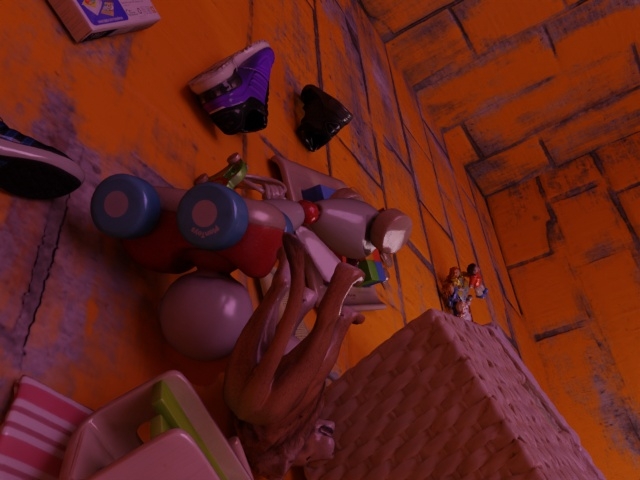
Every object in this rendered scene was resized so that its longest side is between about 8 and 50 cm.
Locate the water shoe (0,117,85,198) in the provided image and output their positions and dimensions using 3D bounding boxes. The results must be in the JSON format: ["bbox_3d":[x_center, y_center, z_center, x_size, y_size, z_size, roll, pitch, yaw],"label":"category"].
[{"bbox_3d":[-0.328,-0.104,0.609,0.203,0.072,0.080,23,45,-59],"label":"water shoe"}]

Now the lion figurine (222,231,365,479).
[{"bbox_3d":[-0.047,0.153,0.690,0.240,0.142,0.392,-60,160,-15],"label":"lion figurine"}]

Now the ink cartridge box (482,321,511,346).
[{"bbox_3d":[0.274,0.313,1.232,0.201,0.278,0.117,54,25,-25],"label":"ink cartridge box"}]

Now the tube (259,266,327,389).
[{"bbox_3d":[-0.052,0.145,0.990,0.070,0.062,0.240,113,-38,-59],"label":"tube"}]

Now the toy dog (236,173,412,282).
[{"bbox_3d":[0.000,0.000,1.074,0.333,0.161,0.220,6,19,-25],"label":"toy dog"}]

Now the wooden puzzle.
[{"bbox_3d":[0.044,-0.015,1.308,0.322,0.080,0.348,9,60,-63],"label":"wooden puzzle"}]

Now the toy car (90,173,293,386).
[{"bbox_3d":[-0.157,0.058,0.742,0.219,0.210,0.238,23,75,-76],"label":"toy car"}]

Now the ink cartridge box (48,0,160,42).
[{"bbox_3d":[-0.350,-0.404,0.884,0.208,0.045,0.206,60,24,-15],"label":"ink cartridge box"}]

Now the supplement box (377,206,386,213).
[{"bbox_3d":[0.173,-0.045,1.645,0.055,0.043,0.083,55,14,-24],"label":"supplement box"}]

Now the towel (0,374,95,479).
[{"bbox_3d":[-0.241,0.232,0.532,0.144,0.029,0.197,49,26,-35],"label":"towel"}]

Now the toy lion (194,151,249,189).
[{"bbox_3d":[-0.156,-0.085,0.932,0.034,0.100,0.096,54,7,-30],"label":"toy lion"}]

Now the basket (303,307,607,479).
[{"bbox_3d":[0.183,0.324,0.889,0.266,0.331,0.328,28,27,-53],"label":"basket"}]

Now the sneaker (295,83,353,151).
[{"bbox_3d":[-0.019,-0.300,1.463,0.087,0.130,0.227,39,7,-38],"label":"sneaker"}]

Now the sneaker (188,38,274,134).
[{"bbox_3d":[-0.146,-0.281,1.153,0.146,0.102,0.293,61,28,-20],"label":"sneaker"}]

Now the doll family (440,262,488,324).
[{"bbox_3d":[0.462,0.184,2.011,0.163,0.118,0.263,59,41,-31],"label":"doll family"}]

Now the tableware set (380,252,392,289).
[{"bbox_3d":[0.148,0.037,1.561,0.141,0.020,0.169,57,23,-21],"label":"tableware set"}]

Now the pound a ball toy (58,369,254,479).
[{"bbox_3d":[-0.120,0.289,0.597,0.319,0.135,0.208,64,-8,-18],"label":"pound a ball toy"}]
